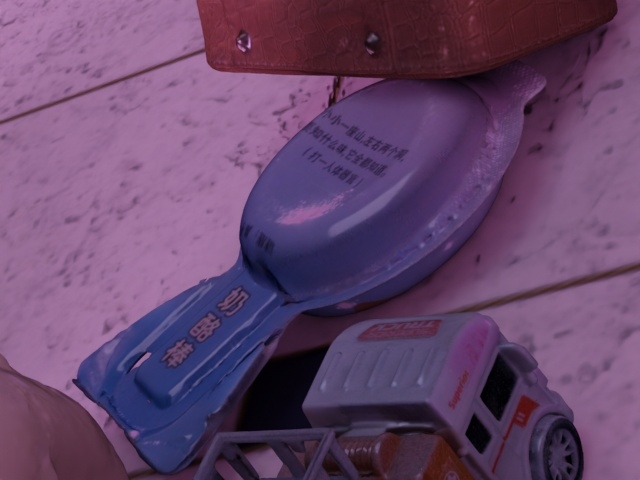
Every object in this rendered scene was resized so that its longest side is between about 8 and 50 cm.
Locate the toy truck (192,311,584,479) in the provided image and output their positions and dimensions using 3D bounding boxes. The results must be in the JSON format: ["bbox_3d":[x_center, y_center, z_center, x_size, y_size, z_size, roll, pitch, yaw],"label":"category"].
[{"bbox_3d":[0.016,0.096,0.628,0.080,0.115,0.178,-7,41,37],"label":"toy truck"}]

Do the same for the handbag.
[{"bbox_3d":[0.042,-0.127,0.884,0.151,0.072,0.193,-21,17,-36],"label":"handbag"}]

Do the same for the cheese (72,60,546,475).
[{"bbox_3d":[0.000,0.000,0.823,0.244,0.052,0.135,-43,30,-8],"label":"cheese"}]

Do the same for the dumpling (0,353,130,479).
[{"bbox_3d":[-0.192,0.119,0.607,0.233,0.315,0.395,-17,45,17],"label":"dumpling"}]
